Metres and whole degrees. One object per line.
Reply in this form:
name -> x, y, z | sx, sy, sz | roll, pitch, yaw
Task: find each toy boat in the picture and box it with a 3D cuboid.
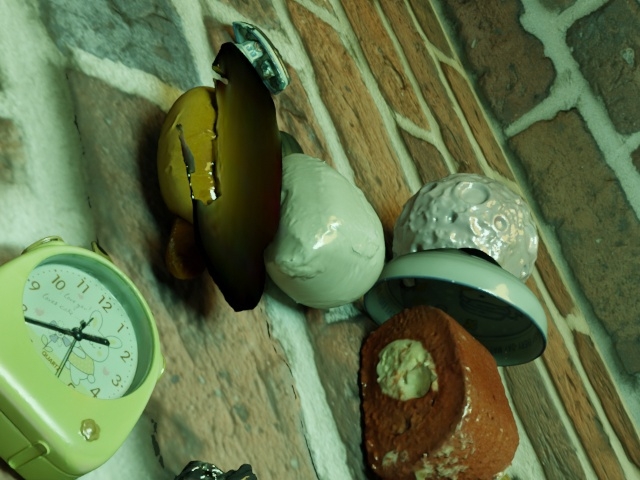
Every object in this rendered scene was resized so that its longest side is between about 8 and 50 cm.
toy boat -> -0.107, -0.305, 1.234 | 0.066, 0.059, 0.140 | -36, 96, -37

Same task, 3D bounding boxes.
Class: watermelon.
watermelon -> -0.060, -0.117, 1.092 | 0.078, 0.078, 0.111 | 22, 44, -51

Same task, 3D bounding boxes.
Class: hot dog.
hot dog -> -0.139, -0.077, 0.873 | 0.194, 0.107, 0.326 | 54, 31, -35

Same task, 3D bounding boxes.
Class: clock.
clock -> -0.211, 0.080, 0.635 | 0.170, 0.069, 0.232 | 52, 26, -12

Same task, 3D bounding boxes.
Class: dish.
dish -> 0.212, 0.073, 1.117 | 0.273, 0.273, 0.134 | 40, 56, -33

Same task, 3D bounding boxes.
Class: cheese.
cheese -> 0.000, 0.000, 0.985 | 0.189, 0.154, 0.198 | 34, 32, -35

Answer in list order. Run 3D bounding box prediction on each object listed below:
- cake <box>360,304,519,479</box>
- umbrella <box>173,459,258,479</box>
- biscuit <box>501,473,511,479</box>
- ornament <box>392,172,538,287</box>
cake -> 0.159, 0.222, 1.008 | 0.151, 0.177, 0.283 | 44, 29, -28
umbrella -> -0.131, 0.274, 0.542 | 0.122, 0.110, 0.272 | 56, 31, -8
biscuit -> 0.284, 0.457, 1.138 | 0.202, 0.044, 0.289 | 18, 45, -53
ornament -> 0.246, 0.012, 1.297 | 0.225, 0.259, 0.259 | -26, 84, -25
